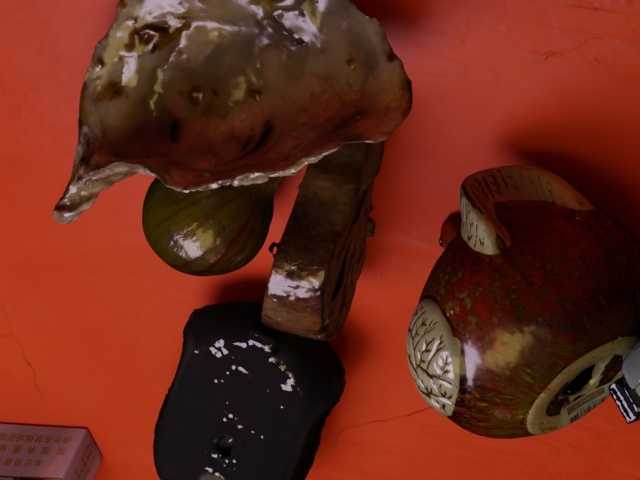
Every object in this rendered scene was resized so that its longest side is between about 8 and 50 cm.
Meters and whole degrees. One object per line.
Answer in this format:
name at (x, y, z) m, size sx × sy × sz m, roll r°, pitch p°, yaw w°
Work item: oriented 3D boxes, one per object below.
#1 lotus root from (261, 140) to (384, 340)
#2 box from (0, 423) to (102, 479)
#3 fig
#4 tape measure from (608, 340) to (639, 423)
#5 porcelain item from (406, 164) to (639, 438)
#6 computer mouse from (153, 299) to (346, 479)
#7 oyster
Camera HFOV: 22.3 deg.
lotus root at (0.000, 0.000, 1.516) m, size 0.074 × 0.170 × 0.261 m, roll 20°, pitch 143°, yaw 8°
box at (-0.375, 0.328, 1.945) m, size 0.149 × 0.233 × 0.067 m, roll -2°, pitch 133°, yaw 25°
fig at (-0.067, -0.056, 1.531) m, size 0.124 × 0.124 × 0.236 m, roll 41°, pitch 120°, yaw -19°
tape measure at (0.392, 0.054, 1.363) m, size 0.330 × 0.164 × 0.084 m, roll -39°, pitch 74°, yaw 25°
porcelain item at (0.175, 0.051, 1.480) m, size 0.253 × 0.253 × 0.253 m, roll 12°, pitch 137°, yaw 11°
computer mouse at (-0.081, 0.182, 1.762) m, size 0.183 × 0.116 × 0.323 m, roll 23°, pitch 131°, yaw 1°
oyster at (-0.099, -0.140, 1.443) m, size 0.396 × 0.111 × 0.204 m, roll -10°, pitch 84°, yaw 31°
